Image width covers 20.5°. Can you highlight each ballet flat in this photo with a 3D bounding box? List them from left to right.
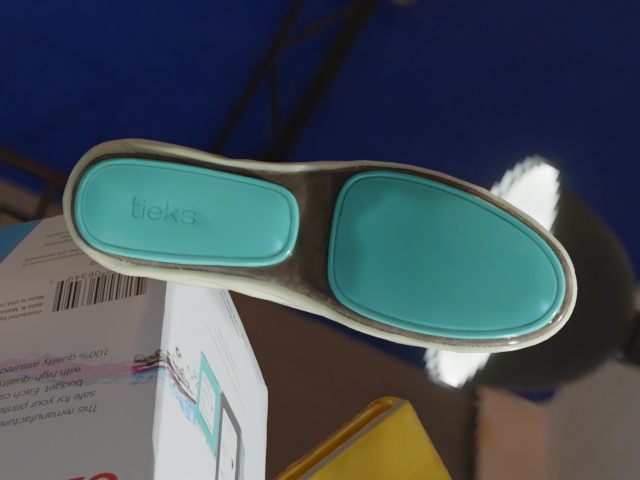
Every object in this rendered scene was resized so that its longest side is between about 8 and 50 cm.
[{"bbox_3d":[0.000,0.000,0.859,0.086,0.248,0.086,14,90,-85],"label":"ballet flat"}]

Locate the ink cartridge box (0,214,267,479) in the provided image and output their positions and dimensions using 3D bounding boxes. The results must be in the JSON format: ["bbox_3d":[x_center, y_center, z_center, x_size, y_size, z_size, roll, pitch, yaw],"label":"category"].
[{"bbox_3d":[-0.154,0.143,1.088,0.270,0.198,0.197,-89,164,-49],"label":"ink cartridge box"}]

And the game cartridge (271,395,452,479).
[{"bbox_3d":[0.030,0.336,1.429,0.285,0.323,0.053,-35,-161,-25],"label":"game cartridge"}]
